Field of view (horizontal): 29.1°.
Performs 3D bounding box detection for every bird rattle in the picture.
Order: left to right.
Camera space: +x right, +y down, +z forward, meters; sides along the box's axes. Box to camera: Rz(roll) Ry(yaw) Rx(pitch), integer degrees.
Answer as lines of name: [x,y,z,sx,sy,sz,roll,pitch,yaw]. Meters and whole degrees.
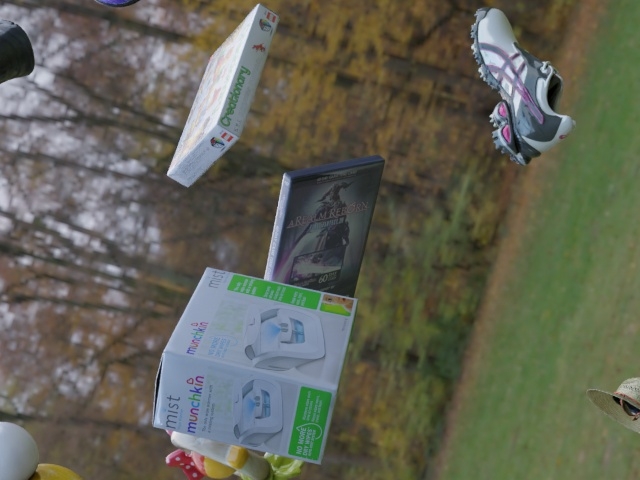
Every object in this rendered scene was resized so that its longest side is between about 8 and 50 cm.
bird rattle: [-0.153,0.335,1.962,0.143,0.253,0.207,-57,-30,-13]

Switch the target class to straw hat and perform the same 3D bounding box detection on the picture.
straw hat: [0.491,0.247,1.917,0.061,0.144,0.144,-56,-10,-13]

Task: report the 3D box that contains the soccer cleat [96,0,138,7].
soccer cleat: [-0.245,-0.387,1.218,0.116,0.108,0.318,-173,67,-87]

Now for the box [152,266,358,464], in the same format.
box: [-0.083,0.165,1.683,0.262,0.231,0.127,-70,-8,-65]

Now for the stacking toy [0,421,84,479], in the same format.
stacking toy: [-0.525,0.547,2.365,0.350,0.350,0.480,-63,-46,-61]

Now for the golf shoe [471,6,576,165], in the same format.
golf shoe: [0.312,-0.250,1.895,0.105,0.120,0.273,21,-129,-52]

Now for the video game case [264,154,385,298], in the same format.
video game case: [0.000,0.000,1.995,0.196,0.026,0.274,-14,-51,-38]

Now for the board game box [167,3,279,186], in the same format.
board game box: [-0.173,-0.262,2.226,0.193,0.053,0.305,-38,30,47]

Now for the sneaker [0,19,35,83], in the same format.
sneaker: [-0.568,-0.279,1.828,0.130,0.286,0.109,-46,-45,-50]
